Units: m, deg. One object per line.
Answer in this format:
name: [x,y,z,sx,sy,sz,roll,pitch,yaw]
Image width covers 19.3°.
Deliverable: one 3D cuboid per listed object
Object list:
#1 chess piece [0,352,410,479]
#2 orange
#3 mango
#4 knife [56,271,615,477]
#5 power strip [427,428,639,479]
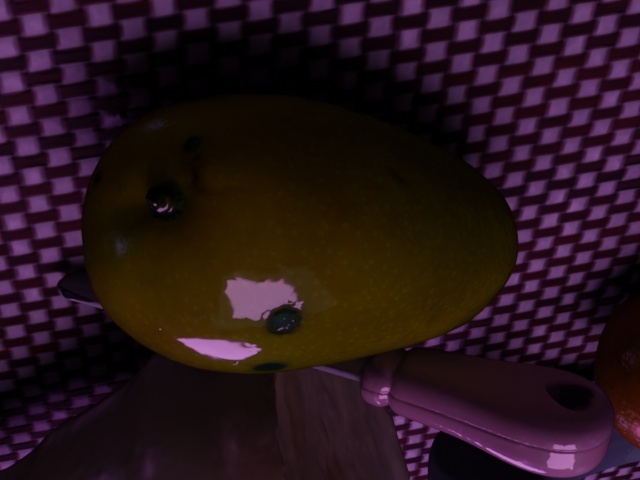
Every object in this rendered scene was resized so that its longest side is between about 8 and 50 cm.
chess piece: [-0.177,0.199,1.245,0.442,0.234,0.234,-16,153,17]
orange: [0.264,0.081,1.292,0.156,0.124,0.156,-16,172,-2]
mango: [0.000,0.000,1.002,0.175,0.143,0.293,-4,174,39]
knife: [0.008,0.058,1.088,0.336,0.081,0.043,19,120,15]
power strip: [0.158,0.167,1.358,0.167,0.054,0.253,4,-160,37]
